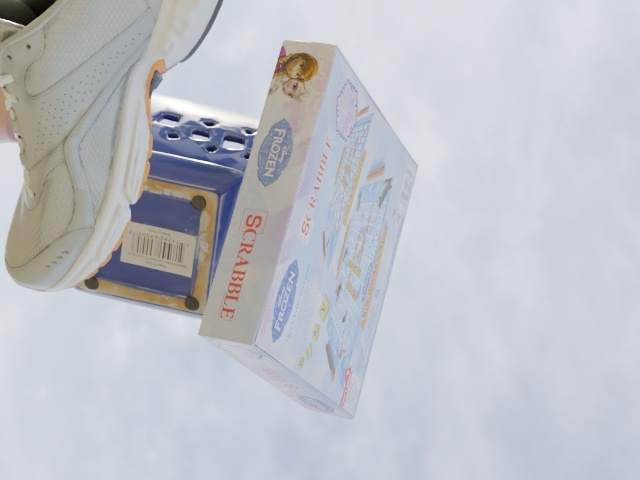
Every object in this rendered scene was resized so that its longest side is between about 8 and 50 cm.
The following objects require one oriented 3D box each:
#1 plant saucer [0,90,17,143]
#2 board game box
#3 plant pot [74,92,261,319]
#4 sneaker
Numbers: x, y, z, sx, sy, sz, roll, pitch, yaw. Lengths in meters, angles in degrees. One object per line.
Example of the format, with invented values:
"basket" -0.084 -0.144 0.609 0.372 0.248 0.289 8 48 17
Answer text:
"plant saucer" -0.185 -0.141 1.008 0.037 0.200 0.200 43 -52 5
"board game box" 0.000 0.000 1.455 0.065 0.318 0.319 8 -107 22
"plant pot" -0.183 -0.034 1.706 0.236 0.212 0.236 13 -67 7
"sneaker" -0.157 -0.090 0.803 0.099 0.121 0.262 51 -56 50
